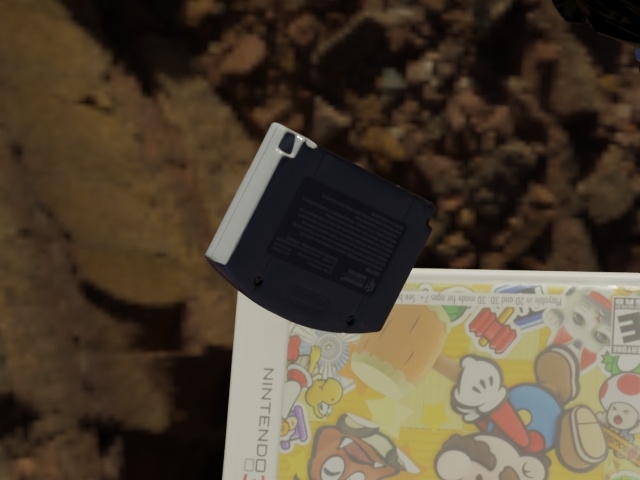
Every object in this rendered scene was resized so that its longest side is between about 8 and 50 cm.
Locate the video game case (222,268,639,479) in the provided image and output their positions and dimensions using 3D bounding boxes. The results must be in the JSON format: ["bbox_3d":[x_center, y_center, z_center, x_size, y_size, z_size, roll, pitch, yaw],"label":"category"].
[{"bbox_3d":[0.059,0.116,0.976,0.227,0.026,0.206,1,79,18],"label":"video game case"}]

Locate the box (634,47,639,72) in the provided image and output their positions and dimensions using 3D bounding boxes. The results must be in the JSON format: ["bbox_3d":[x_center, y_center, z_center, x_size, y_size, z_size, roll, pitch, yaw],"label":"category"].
[{"bbox_3d":[0.376,-0.221,1.511,0.293,0.057,0.201,-13,91,23],"label":"box"}]

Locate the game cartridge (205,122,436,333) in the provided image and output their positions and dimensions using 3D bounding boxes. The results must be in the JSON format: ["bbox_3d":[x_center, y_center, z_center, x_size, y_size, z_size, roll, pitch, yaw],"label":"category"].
[{"bbox_3d":[0.000,0.000,0.631,0.017,0.083,0.056,24,89,42],"label":"game cartridge"}]

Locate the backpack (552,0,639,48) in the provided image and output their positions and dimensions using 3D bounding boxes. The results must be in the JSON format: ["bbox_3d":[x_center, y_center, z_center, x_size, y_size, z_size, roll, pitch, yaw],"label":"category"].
[{"bbox_3d":[0.162,-0.130,0.614,0.276,0.263,0.213,28,90,29],"label":"backpack"}]
